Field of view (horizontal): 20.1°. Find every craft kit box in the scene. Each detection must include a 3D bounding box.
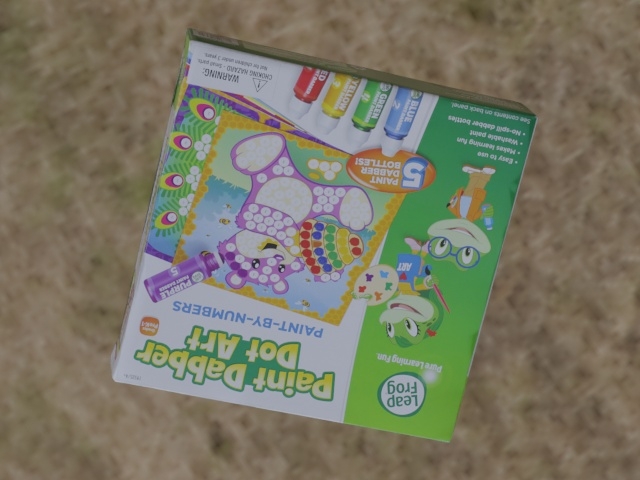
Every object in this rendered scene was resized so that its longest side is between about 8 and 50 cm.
[{"bbox_3d":[0.000,0.000,1.259,0.061,0.250,0.246,-112,34,-71],"label":"craft kit box"}]
